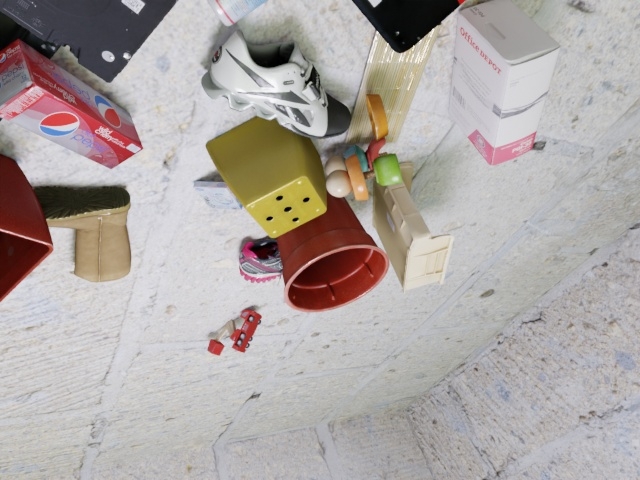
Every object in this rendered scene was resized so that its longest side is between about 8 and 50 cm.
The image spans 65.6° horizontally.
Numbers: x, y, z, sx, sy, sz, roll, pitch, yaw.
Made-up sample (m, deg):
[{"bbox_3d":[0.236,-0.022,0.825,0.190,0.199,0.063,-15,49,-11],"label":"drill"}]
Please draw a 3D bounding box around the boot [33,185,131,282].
[{"bbox_3d":[-0.547,0.002,1.128,0.236,0.089,0.270,-2,142,-26],"label":"boot"}]

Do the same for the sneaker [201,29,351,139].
[{"bbox_3d":[-0.048,-0.301,0.966,0.330,0.123,0.146,8,137,-37],"label":"sneaker"}]

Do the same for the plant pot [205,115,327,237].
[{"bbox_3d":[-0.097,-0.136,1.105,0.212,0.187,0.212,-27,146,6],"label":"plant pot"}]

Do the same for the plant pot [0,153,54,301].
[{"bbox_3d":[-0.666,-0.043,0.866,0.267,0.236,0.267,-37,143,19],"label":"plant pot"}]

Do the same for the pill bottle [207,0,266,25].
[{"bbox_3d":[-0.109,-0.424,0.795,0.160,0.087,0.087,-29,145,10],"label":"pill bottle"}]

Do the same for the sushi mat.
[{"bbox_3d":[0.156,-0.344,1.116,0.151,0.019,0.317,-8,143,-19],"label":"sushi mat"}]

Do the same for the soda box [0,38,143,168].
[{"bbox_3d":[-0.421,-0.216,0.838,0.083,0.092,0.263,-29,163,9],"label":"soda box"}]

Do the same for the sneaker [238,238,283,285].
[{"bbox_3d":[-0.082,0.046,1.422,0.299,0.121,0.112,-10,142,-17],"label":"sneaker"}]

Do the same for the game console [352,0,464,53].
[{"bbox_3d":[0.169,-0.540,0.823,0.342,0.060,0.386,-36,142,22],"label":"game console"}]

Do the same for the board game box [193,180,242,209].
[{"bbox_3d":[-0.240,-0.106,1.175,0.090,0.020,0.090,5,152,20],"label":"board game box"}]

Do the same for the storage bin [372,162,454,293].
[{"bbox_3d":[0.244,-0.036,1.370,0.123,0.262,0.260,-15,145,-6],"label":"storage bin"}]

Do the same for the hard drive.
[{"bbox_3d":[-0.283,-0.379,0.618,0.236,0.064,0.338,32,136,-34],"label":"hard drive"}]

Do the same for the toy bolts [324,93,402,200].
[{"bbox_3d":[0.077,-0.201,1.129,0.158,0.219,0.228,-14,-174,4],"label":"toy bolts"}]

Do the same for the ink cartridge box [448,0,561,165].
[{"bbox_3d":[0.385,-0.339,1.082,0.117,0.207,0.283,-21,146,-4],"label":"ink cartridge box"}]

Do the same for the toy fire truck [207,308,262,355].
[{"bbox_3d":[-0.291,0.314,1.687,0.047,0.135,0.192,36,76,-51],"label":"toy fire truck"}]

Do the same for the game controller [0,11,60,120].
[{"bbox_3d":[-0.545,-0.285,0.776,0.319,0.067,0.166,-37,129,19],"label":"game controller"}]

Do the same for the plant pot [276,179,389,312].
[{"bbox_3d":[0.000,0.000,1.276,0.272,0.265,0.272,-15,145,-11],"label":"plant pot"}]
